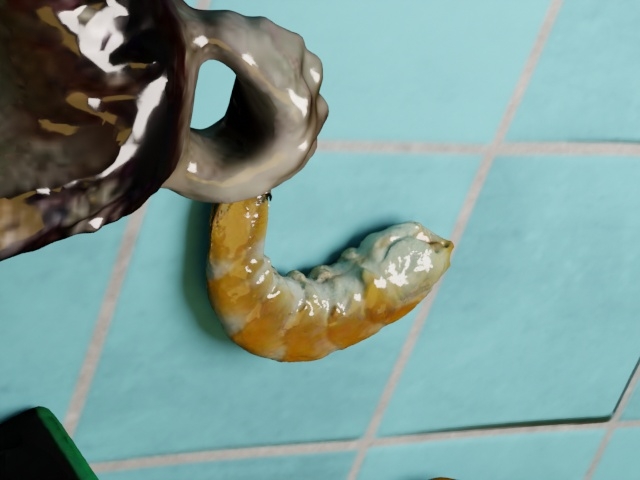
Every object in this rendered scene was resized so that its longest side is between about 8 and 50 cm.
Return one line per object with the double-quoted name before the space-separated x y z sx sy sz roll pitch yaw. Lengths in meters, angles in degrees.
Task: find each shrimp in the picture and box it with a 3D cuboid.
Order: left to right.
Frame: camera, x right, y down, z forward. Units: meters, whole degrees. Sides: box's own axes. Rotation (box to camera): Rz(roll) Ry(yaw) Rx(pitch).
"shrimp" 0.000 0.000 1.106 0.161 0.049 0.166 -30 128 -10

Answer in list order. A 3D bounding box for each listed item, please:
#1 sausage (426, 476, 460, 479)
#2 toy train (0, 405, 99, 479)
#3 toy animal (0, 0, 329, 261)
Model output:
"sausage" 0.127 0.270 1.368 0.105 0.105 0.274 -40 137 -1
"toy train" -0.232 0.271 1.069 0.429 0.178 0.249 -27 126 -15
"toy animal" -0.101 -0.154 0.805 0.302 0.194 0.344 1 126 -29
